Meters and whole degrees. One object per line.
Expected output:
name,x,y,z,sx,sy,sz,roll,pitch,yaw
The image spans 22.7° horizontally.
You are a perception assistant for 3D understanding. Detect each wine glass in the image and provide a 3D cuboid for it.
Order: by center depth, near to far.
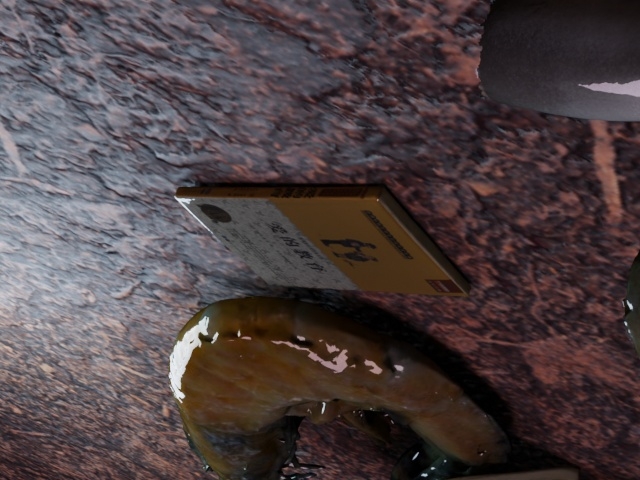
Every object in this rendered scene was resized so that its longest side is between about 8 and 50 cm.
wine glass,0.166,-0.075,0.680,0.198,0.066,0.066,10,153,31

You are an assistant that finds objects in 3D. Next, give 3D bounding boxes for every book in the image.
book,0.000,0.000,1.041,0.172,0.012,0.118,2,149,39
book,0.108,0.216,1.308,0.138,0.016,0.198,-3,162,-22

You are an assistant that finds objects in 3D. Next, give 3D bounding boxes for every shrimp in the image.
shrimp,0.004,0.157,1.303,0.272,0.085,0.445,17,153,-1

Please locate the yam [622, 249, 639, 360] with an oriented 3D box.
yam,0.250,0.023,0.752,0.107,0.107,0.194,35,153,-25
